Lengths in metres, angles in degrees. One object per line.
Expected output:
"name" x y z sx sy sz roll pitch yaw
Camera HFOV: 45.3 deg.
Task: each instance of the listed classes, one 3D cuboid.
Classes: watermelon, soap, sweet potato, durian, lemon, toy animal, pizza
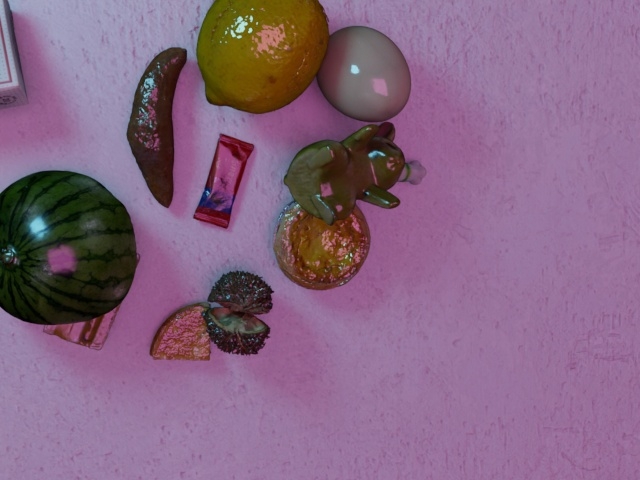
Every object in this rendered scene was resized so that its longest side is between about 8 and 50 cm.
"watermelon" -0.539 0.015 1.516 0.330 0.189 0.331 0 95 2
"soap" -0.493 0.108 1.655 0.135 0.076 0.233 22 95 -18
"sweet potato" -0.349 -0.236 1.610 0.114 0.092 0.341 0 103 -32
"durian" -0.172 0.163 1.700 0.167 0.196 0.196 26 95 10
"lemon" -0.121 -0.394 1.552 0.258 0.258 0.310 36 97 -19
"toy animal" 0.106 -0.163 1.660 0.363 0.180 0.181 -19 104 -28
"pizza" -0.304 0.222 1.743 0.175 0.046 0.134 -33 106 -6

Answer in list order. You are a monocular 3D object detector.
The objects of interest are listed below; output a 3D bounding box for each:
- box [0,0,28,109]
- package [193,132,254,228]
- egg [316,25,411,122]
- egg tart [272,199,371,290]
"box" -0.742 -0.338 1.445 0.330 0.095 0.210 -13 80 -11
"package" -0.215 -0.131 1.705 0.083 0.022 0.200 17 95 -18
"egg" 0.092 -0.351 1.632 0.186 0.242 0.186 -29 148 -20
"egg tart" 0.000 0.000 1.752 0.234 0.094 0.234 -3 99 -17
